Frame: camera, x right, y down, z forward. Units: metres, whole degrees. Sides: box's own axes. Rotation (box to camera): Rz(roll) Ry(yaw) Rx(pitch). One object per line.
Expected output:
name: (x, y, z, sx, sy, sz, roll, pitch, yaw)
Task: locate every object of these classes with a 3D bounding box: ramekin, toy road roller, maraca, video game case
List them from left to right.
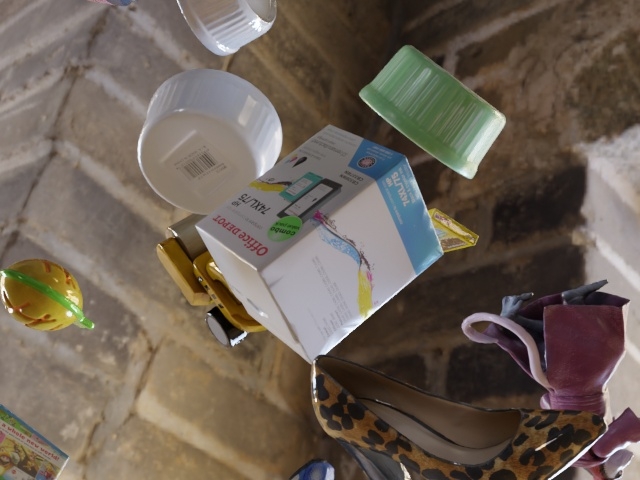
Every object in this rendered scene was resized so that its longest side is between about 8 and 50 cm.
video game case: (-0.320, 0.231, 0.793, 0.119, 0.166, 0.015, 43, 120, -14)
maraca: (-0.406, 0.089, 1.254, 0.127, 0.099, 0.186, 23, 160, 18)
ramekin: (-0.222, -0.182, 1.647, 0.277, 0.135, 0.277, 5, 129, 6)
ramekin: (-0.165, -0.447, 1.510, 0.109, 0.207, 0.207, -16, 142, 22)
toy road roller: (-0.187, 0.045, 1.805, 0.329, 0.202, 0.241, 51, 154, 15)
ramekin: (0.245, -0.280, 1.789, 0.303, 0.303, 0.148, 30, 105, -28)

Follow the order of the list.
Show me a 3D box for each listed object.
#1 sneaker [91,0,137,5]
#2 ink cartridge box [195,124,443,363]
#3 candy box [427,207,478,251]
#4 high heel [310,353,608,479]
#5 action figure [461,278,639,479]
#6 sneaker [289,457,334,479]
sneaker: (-0.285, -0.324, 0.988, 0.131, 0.112, 0.319, -10, -166, -10)
ink cartridge box: (0.000, 0.000, 1.252, 0.198, 0.270, 0.197, 31, 154, 50)
candy box: (0.211, -0.012, 1.646, 0.105, 0.027, 0.206, 33, 162, -14)
high heel: (0.113, 0.156, 0.787, 0.261, 0.093, 0.186, -29, 99, 35)
action figure: (0.438, 0.263, 1.414, 0.275, 0.370, 0.248, -13, -178, -32)
sneaker: (0.027, 0.414, 0.954, 0.147, 0.330, 0.130, -10, 167, 11)
